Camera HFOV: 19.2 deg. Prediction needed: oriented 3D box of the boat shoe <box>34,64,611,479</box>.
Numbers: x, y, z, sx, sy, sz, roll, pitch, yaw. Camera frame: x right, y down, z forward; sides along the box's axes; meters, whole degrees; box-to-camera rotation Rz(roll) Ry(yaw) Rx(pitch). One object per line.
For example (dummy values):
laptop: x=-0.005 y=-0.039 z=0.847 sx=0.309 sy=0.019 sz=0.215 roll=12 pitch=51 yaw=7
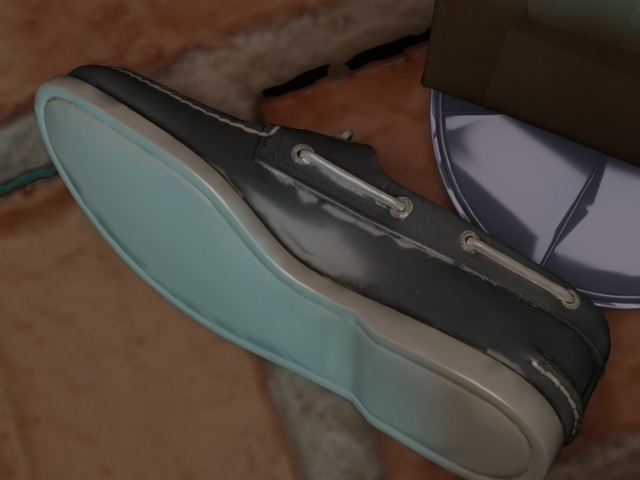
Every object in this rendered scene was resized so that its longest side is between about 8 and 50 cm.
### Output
boat shoe: x=0.000 y=0.000 z=0.942 sx=0.319 sy=0.116 sz=0.099 roll=34 pitch=57 yaw=15

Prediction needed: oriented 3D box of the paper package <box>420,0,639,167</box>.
paper package: x=0.175 y=-0.213 z=0.791 sx=0.168 sy=0.325 sz=0.309 roll=21 pitch=75 yaw=6

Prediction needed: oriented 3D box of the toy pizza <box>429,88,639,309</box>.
toy pizza: x=0.156 y=-0.065 z=0.957 sx=0.201 sy=0.032 sz=0.201 roll=0 pitch=86 yaw=5
